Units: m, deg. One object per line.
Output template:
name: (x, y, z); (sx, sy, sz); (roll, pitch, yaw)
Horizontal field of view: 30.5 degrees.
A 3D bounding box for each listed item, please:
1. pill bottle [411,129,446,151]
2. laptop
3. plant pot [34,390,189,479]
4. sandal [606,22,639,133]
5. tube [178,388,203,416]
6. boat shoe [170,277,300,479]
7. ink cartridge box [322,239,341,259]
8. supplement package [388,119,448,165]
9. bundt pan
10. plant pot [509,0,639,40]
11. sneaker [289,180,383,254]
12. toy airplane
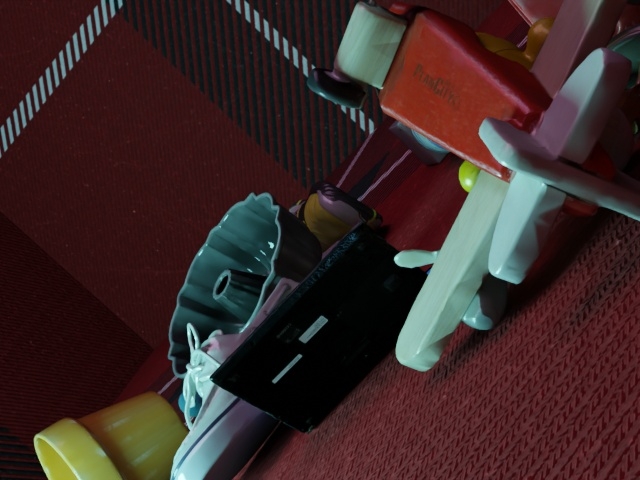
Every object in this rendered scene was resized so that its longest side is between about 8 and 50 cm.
pill bottle: (0.214, -0.209, 1.950); (0.124, 0.124, 0.221); (-47, 7, -2)
laptop: (0.015, 0.089, 1.342); (0.234, 0.264, 0.136); (-47, 43, 7)
plant pot: (-0.303, 0.334, 1.801); (0.188, 0.205, 0.205); (-32, -1, -27)
sandal: (0.282, -0.129, 1.178); (0.219, 0.090, 0.060); (-40, 26, 40)
tube: (-0.184, 0.243, 2.054); (0.207, 0.052, 0.080); (-47, 33, 44)
boat shoe: (-0.112, 0.164, 1.483); (0.367, 0.157, 0.135); (-51, -16, -40)
ink cartridge box: (0.004, 0.067, 1.964); (0.088, 0.052, 0.122); (-41, 10, 42)
supplement package: (0.226, -0.236, 2.135); (0.179, 0.105, 0.105); (-47, 6, -4)
bundt pan: (-0.109, 0.094, 1.893); (0.331, 0.124, 0.330); (-44, 31, 35)
plant pot: (0.334, -0.303, 1.428); (0.174, 0.191, 0.191); (-43, 7, 12)
sneaker: (0.000, 0.000, 2.108); (0.147, 0.145, 0.385); (-58, 5, -15)
toy airplane: (0.189, -0.103, 1.041); (0.386, 0.273, 0.384); (-27, 57, 49)
